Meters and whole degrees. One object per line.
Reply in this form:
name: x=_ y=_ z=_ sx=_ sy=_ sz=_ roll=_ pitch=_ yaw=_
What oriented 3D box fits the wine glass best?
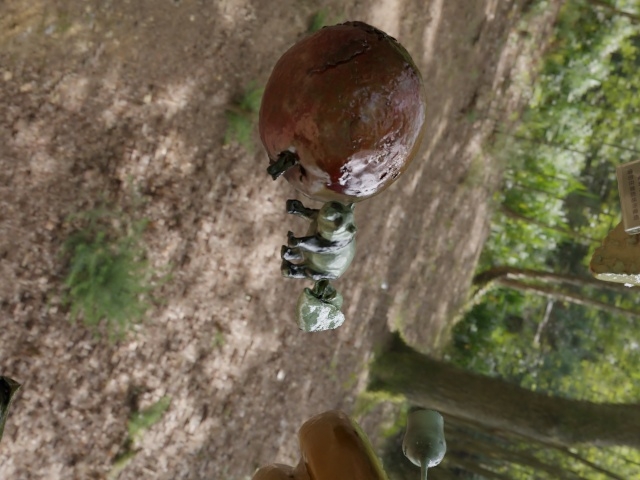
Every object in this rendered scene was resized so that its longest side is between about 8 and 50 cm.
wine glass: x=0.182 y=0.390 z=1.524 sx=0.195 sy=0.079 sz=0.079 roll=-78 pitch=172 yaw=-53

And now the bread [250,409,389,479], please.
bread: x=0.052 y=0.437 z=1.189 sx=0.245 sy=0.424 sz=0.329 roll=-41 pitch=123 yaw=4

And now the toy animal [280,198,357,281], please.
toy animal: x=0.000 y=0.000 z=1.373 sx=0.225 sy=0.121 sz=0.094 roll=101 pitch=-10 yaw=-58

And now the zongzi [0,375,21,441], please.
zongzi: x=-0.543 y=0.297 z=1.076 sx=0.289 sy=0.154 sz=0.317 roll=31 pitch=51 yaw=-48

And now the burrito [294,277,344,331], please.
burrito: x=0.001 y=0.091 z=1.253 sx=0.118 sy=0.074 sz=0.044 roll=95 pitch=-15 yaw=-53

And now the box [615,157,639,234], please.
box: x=0.518 y=-0.083 z=1.212 sx=0.029 sy=0.198 sz=0.109 roll=25 pitch=57 yaw=-45

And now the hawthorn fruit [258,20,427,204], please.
hawthorn fruit: x=0.042 y=-0.206 z=1.461 sx=0.316 sy=0.316 sz=0.316 roll=17 pitch=90 yaw=-72

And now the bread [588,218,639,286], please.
bread: x=0.567 y=0.046 z=1.350 sx=0.224 sy=0.184 sz=0.211 roll=-48 pitch=115 yaw=-27
